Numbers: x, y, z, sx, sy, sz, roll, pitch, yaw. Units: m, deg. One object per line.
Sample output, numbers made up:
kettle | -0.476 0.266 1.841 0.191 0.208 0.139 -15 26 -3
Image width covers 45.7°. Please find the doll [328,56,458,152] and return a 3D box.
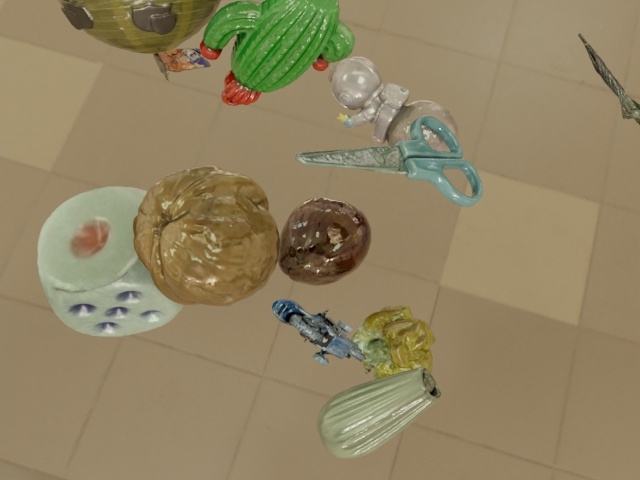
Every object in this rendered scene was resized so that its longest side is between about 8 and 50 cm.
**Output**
doll | 0.138 -0.259 1.512 0.287 0.151 0.151 38 71 -3

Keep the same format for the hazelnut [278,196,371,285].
hazelnut | 0.000 0.000 1.816 0.218 0.234 0.218 23 51 -31

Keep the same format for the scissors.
scissors | 0.120 -0.135 1.270 0.447 0.029 0.192 -5 64 -47

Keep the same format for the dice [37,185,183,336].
dice | -0.469 0.052 1.753 0.265 0.262 0.267 -16 60 6

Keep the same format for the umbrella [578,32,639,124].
umbrella | 0.579 -0.294 1.485 0.044 0.044 0.269 -9 67 -50

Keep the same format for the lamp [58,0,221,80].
lamp | -0.243 -0.351 1.025 0.250 0.284 0.250 -3 30 2

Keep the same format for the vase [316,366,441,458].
vase | 0.112 0.321 1.444 0.248 0.128 0.128 -34 67 26

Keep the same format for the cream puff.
cream puff | 0.194 0.254 1.844 0.195 0.194 0.221 -26 48 -11

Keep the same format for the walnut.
walnut | -0.218 -0.006 1.487 0.296 0.285 0.285 32 69 36

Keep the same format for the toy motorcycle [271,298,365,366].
toy motorcycle | -0.003 0.180 1.521 0.136 0.254 0.092 36 90 37

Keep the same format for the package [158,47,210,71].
package | -0.287 -0.374 1.568 0.111 0.033 0.077 -13 68 -28

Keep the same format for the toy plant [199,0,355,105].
toy plant | -0.072 -0.252 0.983 0.240 0.155 0.088 -15 60 31
